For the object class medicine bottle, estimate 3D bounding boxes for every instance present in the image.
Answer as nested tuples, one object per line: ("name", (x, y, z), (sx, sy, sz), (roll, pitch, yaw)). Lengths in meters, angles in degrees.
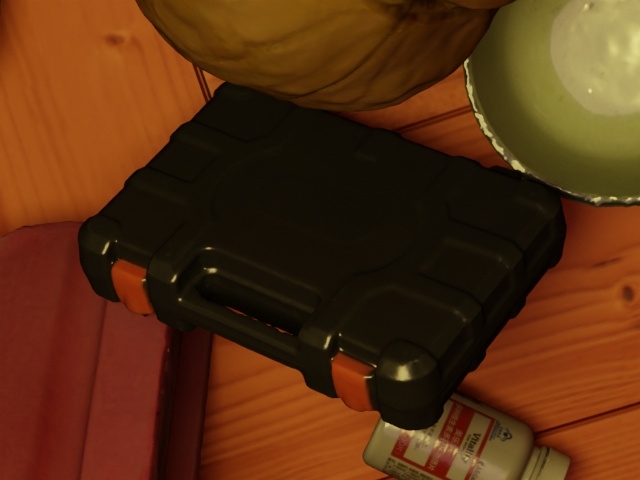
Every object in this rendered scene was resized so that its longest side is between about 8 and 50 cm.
("medicine bottle", (0.108, 0.157, 1.455), (0.140, 0.079, 0.079), (26, 102, 4))

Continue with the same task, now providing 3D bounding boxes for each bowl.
("bowl", (0.209, -0.132, 1.376), (0.211, 0.112, 0.211), (1, 99, 9))

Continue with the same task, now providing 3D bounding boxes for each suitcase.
("suitcase", (0.000, 0.000, 1.346), (0.286, 0.206, 0.066), (22, 143, 27))

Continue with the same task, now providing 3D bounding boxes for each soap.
("soap", (-0.206, 0.151, 1.363), (0.233, 0.359, 0.128), (-5, 135, 9))

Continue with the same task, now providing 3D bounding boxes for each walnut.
("walnut", (0.010, -0.273, 1.252), (0.354, 0.398, 0.308), (-41, 128, 18))
